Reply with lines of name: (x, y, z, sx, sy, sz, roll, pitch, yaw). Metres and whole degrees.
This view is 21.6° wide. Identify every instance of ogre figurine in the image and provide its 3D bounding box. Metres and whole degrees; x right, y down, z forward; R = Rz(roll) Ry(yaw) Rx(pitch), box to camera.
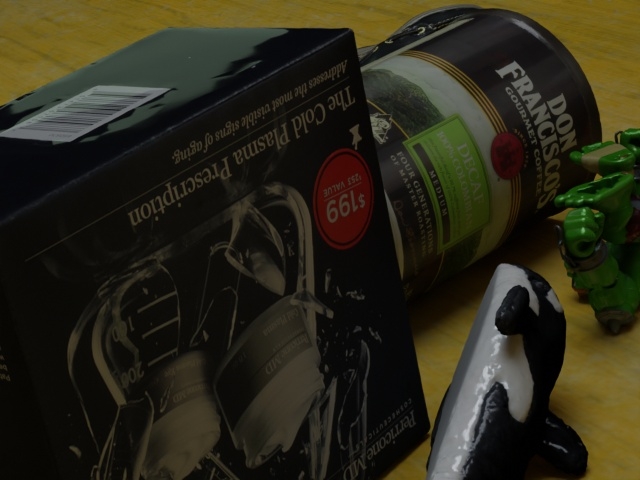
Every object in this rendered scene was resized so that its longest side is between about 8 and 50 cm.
ogre figurine: (0.239, -0.005, 1.343, 0.097, 0.118, 0.197, -13, 20, 9)

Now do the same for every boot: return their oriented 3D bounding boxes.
boot: (0.121, -0.187, 1.906, 0.236, 0.085, 0.178, -23, 26, -11)

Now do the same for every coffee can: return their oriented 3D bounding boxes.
coffee can: (0.082, -0.064, 1.455, 0.275, 0.201, 0.201, -29, 28, -37)

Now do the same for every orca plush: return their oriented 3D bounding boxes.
orca plush: (0.137, 0.121, 1.110, 0.102, 0.151, 0.287, 23, 23, 1)

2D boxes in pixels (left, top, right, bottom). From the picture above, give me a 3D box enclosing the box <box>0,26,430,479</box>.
box: (-0.111, 0.059, 1.097, 0.179, 0.312, 0.343, 7, 28, 38)
